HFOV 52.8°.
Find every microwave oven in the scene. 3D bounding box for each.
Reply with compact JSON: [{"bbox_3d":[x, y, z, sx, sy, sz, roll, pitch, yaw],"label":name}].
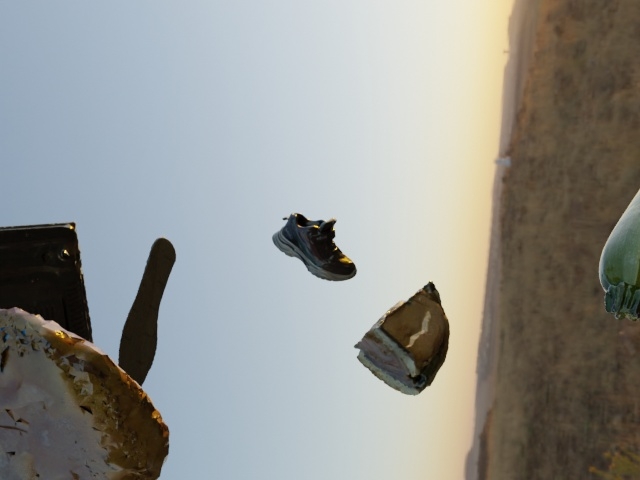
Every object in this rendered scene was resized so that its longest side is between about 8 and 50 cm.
[{"bbox_3d":[-0.486,0.160,0.955,0.286,0.218,0.355,-6,-92,-48],"label":"microwave oven"}]

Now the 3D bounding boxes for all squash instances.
[{"bbox_3d":[0.314,-0.020,0.582,0.258,0.069,0.069,-41,-37,-27],"label":"squash"}]

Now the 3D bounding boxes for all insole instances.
[{"bbox_3d":[-0.376,0.157,1.402,0.119,0.009,0.348,48,-133,-56],"label":"insole"}]

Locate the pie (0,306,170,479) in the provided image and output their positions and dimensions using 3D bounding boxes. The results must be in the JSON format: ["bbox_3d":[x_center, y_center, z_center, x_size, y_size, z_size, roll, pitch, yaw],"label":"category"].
[{"bbox_3d":[-0.273,0.173,0.605,0.069,0.273,0.273,-59,-29,-66],"label":"pie"}]

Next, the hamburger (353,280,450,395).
[{"bbox_3d":[0.181,0.191,1.267,0.208,0.155,0.135,-42,-8,-44],"label":"hamburger"}]

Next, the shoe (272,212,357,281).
[{"bbox_3d":[0.000,0.000,1.148,0.071,0.169,0.099,-34,-28,-62],"label":"shoe"}]
